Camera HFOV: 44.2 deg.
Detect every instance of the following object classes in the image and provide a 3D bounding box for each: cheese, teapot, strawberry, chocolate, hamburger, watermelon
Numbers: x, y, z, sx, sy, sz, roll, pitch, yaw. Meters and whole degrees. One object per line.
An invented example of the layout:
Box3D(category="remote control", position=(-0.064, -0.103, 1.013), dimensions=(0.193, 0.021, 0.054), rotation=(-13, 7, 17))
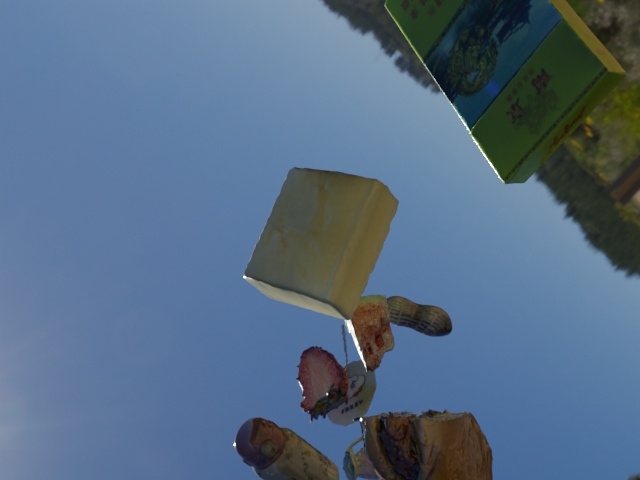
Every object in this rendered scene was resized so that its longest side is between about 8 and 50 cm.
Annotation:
Box3D(category="cheese", position=(0.000, 0.000, 1.577), dimensions=(0.242, 0.266, 0.124), rotation=(10, 161, 43))
Box3D(category="teapot", position=(0.075, 0.400, 1.436), dimensions=(0.064, 0.064, 0.083), rotation=(-6, -122, -24))
Box3D(category="strawberry", position=(0.019, 0.362, 2.056), dimensions=(0.087, 0.167, 0.208), rotation=(29, -146, -29))
Box3D(category="chocolate", position=(0.217, 0.171, 1.775), dimensions=(0.167, 0.072, 0.072), rotation=(17, -167, 15))
Box3D(category="hamburger", position=(0.174, 0.348, 1.232), dimensions=(0.282, 0.155, 0.245), rotation=(-15, -87, -65))
Box3D(category="watermelon", position=(0.105, 0.179, 1.656), dimensions=(0.158, 0.097, 0.121), rotation=(-107, 2, -56))

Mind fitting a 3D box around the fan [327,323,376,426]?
Box3D(category="fan", position=(0.074, 0.360, 2.173), dimensions=(0.009, 0.190, 0.329), rotation=(33, -144, -33))

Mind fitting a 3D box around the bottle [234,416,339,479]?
Box3D(category="bottle", position=(-0.071, 0.430, 1.547), dimensions=(0.233, 0.110, 0.110), rotation=(45, -167, -31))

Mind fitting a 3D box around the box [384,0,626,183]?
Box3D(category="box", position=(0.212, -0.255, 0.978), dimensions=(0.047, 0.187, 0.335), rotation=(-4, -125, -38))
